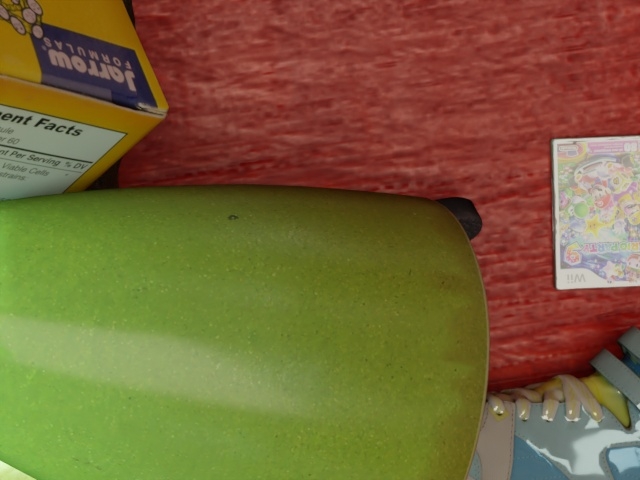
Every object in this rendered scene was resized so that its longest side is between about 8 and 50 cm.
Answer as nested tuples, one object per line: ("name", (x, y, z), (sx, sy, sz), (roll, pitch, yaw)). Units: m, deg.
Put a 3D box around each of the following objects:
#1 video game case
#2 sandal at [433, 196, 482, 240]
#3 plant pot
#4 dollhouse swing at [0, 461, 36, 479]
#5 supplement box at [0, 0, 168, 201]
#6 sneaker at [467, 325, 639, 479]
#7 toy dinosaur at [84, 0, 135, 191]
("video game case", (0.230, -0.023, 1.221), (0.087, 0.011, 0.122), (-3, 96, -3))
("sandal", (-0.001, 0.000, 1.177), (0.254, 0.097, 0.054), (-13, 70, -2))
("plant pot", (-0.088, 0.075, 0.973), (0.293, 0.275, 0.275), (13, 96, -25))
("dollhouse swing", (-0.191, 0.306, 1.213), (0.315, 0.305, 0.347), (-15, 98, -43))
("supplement box", (-0.307, -0.070, 0.996), (0.356, 0.194, 0.195), (-38, 64, 28))
("sneaker", (0.184, 0.126, 1.181), (0.319, 0.127, 0.208), (29, 96, -15))
("toy dinosaur", (-0.197, -0.132, 1.143), (0.121, 0.160, 0.313), (-2, 83, 37))
